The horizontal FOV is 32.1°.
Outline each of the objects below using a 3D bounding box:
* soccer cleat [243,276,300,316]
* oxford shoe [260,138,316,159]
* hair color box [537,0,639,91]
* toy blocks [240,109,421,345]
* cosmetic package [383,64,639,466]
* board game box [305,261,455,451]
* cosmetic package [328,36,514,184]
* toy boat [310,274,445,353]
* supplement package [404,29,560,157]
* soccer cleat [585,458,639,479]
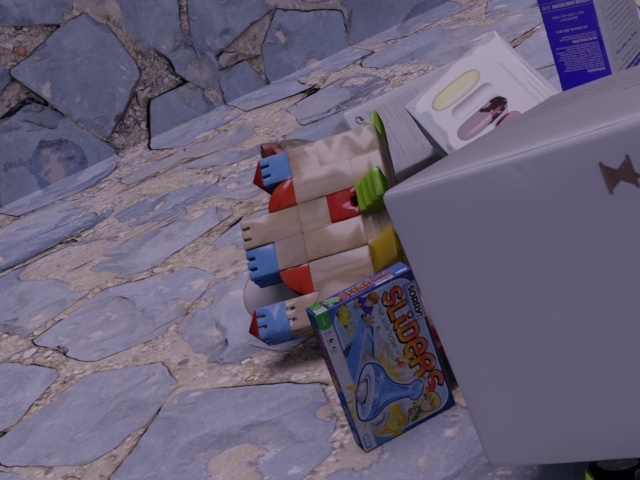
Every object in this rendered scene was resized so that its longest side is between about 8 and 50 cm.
[{"bbox_3d":[0.025,0.026,1.825,0.331,0.116,0.143,-29,3,-26],"label":"soccer cleat"},{"bbox_3d":[-0.024,-0.150,2.324,0.146,0.140,0.397,-16,22,-9],"label":"oxford shoe"},{"bbox_3d":[0.496,-0.316,1.958,0.110,0.339,0.185,-6,24,37],"label":"hair color box"},{"bbox_3d":[0.000,0.000,1.713,0.260,0.381,0.191,-16,-23,13],"label":"toy blocks"},{"bbox_3d":[0.348,-0.002,1.187,0.327,0.329,0.393,-15,10,44],"label":"cosmetic package"},{"bbox_3d":[0.077,0.145,1.379,0.136,0.201,0.035,-26,22,-14],"label":"board game box"},{"bbox_3d":[0.210,-0.221,2.147,0.385,0.156,0.217,-26,-8,-17],"label":"cosmetic package"},{"bbox_3d":[0.094,0.136,1.483,0.231,0.151,0.151,17,1,-15],"label":"toy boat"},{"bbox_3d":[0.293,-0.205,1.899,0.203,0.149,0.194,-41,56,4],"label":"supplement package"},{"bbox_3d":[0.342,0.242,1.070,0.179,0.072,0.060,-9,23,28],"label":"soccer cleat"}]
